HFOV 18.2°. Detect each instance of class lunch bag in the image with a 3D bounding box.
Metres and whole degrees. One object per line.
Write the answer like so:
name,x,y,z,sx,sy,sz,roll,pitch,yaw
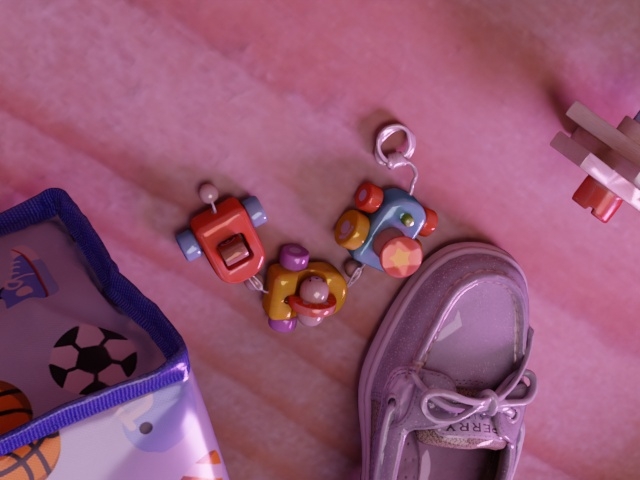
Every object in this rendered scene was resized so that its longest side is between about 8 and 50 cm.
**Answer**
lunch bag,-0.249,0.203,1.160,0.385,0.239,0.328,-28,129,-15

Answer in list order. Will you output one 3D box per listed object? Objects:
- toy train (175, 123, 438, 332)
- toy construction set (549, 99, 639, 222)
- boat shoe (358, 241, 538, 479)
toy train,0.000,0.000,1.259,0.166,0.046,0.125,-25,126,-8
toy construction set,0.312,-0.104,1.268,0.328,0.151,0.215,-41,152,13
boat shoe,0.081,0.161,1.337,0.118,0.103,0.320,13,100,-29
